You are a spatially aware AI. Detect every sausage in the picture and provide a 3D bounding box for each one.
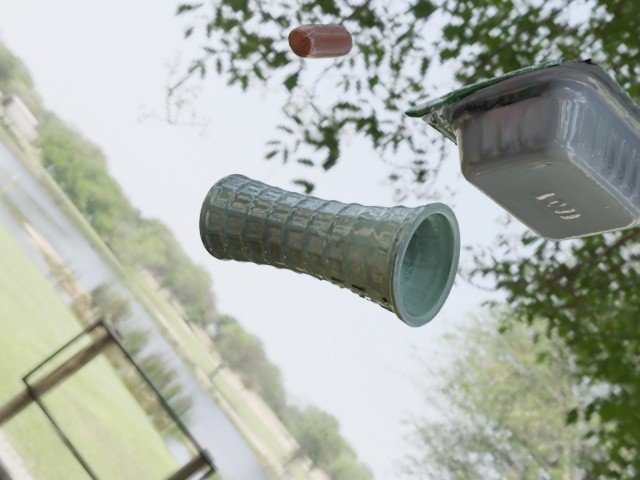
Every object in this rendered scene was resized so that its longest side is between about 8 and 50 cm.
[{"bbox_3d":[0.003,-0.350,1.846,0.062,0.062,0.154,49,30,14],"label":"sausage"}]

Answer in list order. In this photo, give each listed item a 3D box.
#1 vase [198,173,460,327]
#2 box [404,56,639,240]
[{"bbox_3d":[0.000,0.000,1.233,0.299,0.143,0.143,13,-31,34],"label":"vase"},{"bbox_3d":[0.308,-0.095,1.382,0.264,0.106,0.337,-12,-32,41],"label":"box"}]
